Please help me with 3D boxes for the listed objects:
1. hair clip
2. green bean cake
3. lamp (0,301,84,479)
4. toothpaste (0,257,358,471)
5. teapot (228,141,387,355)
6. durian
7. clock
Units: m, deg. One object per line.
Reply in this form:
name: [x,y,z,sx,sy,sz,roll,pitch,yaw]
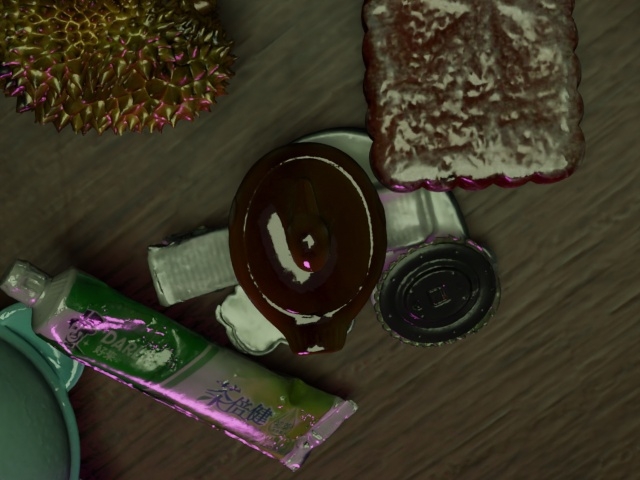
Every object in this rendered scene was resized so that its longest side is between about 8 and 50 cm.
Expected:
hair clip: [0.000,0.000,0.895,0.220,0.054,0.140,-13,97,3]
green bean cake: [0.094,-0.098,0.852,0.136,0.056,0.135,-3,86,2]
lamp: [-0.290,0.145,0.888,0.284,0.147,0.209,-5,98,3]
toothpaste: [-0.095,0.079,0.891,0.248,0.047,0.078,31,119,-21]
teapot: [-0.007,0.005,0.835,0.098,0.078,0.129,-2,97,-3]
durian: [-0.133,-0.142,0.831,0.168,0.137,0.158,-2,83,17]
clock: [0.075,0.035,0.886,0.083,0.010,0.074,-24,110,3]
